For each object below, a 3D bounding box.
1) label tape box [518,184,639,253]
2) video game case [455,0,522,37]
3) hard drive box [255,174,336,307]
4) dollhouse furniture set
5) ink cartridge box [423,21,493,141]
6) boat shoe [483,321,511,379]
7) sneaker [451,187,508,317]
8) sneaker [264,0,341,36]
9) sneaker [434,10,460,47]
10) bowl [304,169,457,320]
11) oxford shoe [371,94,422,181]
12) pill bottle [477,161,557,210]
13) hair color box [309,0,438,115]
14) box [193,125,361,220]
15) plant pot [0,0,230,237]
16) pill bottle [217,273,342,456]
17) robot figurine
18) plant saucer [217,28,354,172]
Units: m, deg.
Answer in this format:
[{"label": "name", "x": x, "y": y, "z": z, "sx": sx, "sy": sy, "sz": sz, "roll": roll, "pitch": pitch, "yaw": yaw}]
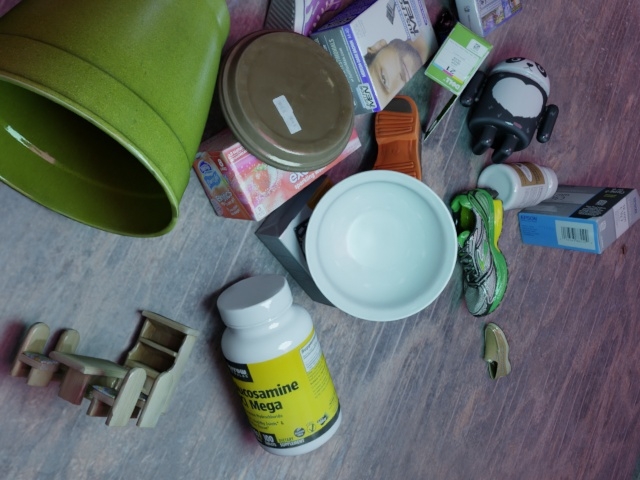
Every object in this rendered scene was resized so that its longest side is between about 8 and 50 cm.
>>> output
[{"label": "label tape box", "x": 0.798, "y": -0.094, "z": 1.988, "sx": 0.347, "sy": 0.249, "sz": 0.115, "roll": -33, "pitch": 116, "yaw": -32}, {"label": "video game case", "x": 0.413, "y": -0.664, "z": 1.676, "sx": 0.269, "sy": 0.061, "sz": 0.244, "roll": -41, "pitch": 120, "yaw": -42}, {"label": "hard drive box", "x": 0.000, "y": 0.000, "z": 1.431, "sx": 0.181, "sy": 0.089, "sz": 0.232, "roll": -54, "pitch": 126, "yaw": -21}, {"label": "dollhouse furniture set", "x": -0.331, "y": 0.193, "z": 1.105, "sx": 0.161, "sy": 0.212, "sz": 0.242, "roll": -69, "pitch": 156, "yaw": -8}, {"label": "ink cartridge box", "x": 0.281, "y": -0.368, "z": 1.548, "sx": 0.097, "sy": 0.189, "sz": 0.255, "roll": 34, "pitch": 108, "yaw": -1}, {"label": "boat shoe", "x": 0.503, "y": 0.326, "z": 1.922, "sx": 0.072, "sy": 0.068, "sz": 0.190, "roll": -30, "pitch": 115, "yaw": -21}, {"label": "sneaker", "x": 0.399, "y": 0.035, "z": 1.766, "sx": 0.146, "sy": 0.134, "sz": 0.344, "roll": -6, "pitch": 91, "yaw": -33}, {"label": "sneaker", "x": -0.020, "y": -0.458, "z": 1.345, "sx": 0.161, "sy": 0.102, "sz": 0.282, "roll": 8, "pitch": 91, "yaw": -44}, {"label": "sneaker", "x": 0.309, "y": -0.494, "z": 1.641, "sx": 0.084, "sy": 0.058, "sz": 0.152, "roll": 32, "pitch": 71, "yaw": -44}, {"label": "bowl", "x": 0.120, "y": 0.003, "z": 1.347, "sx": 0.297, "sy": 0.134, "sz": 0.298, "roll": 0, "pitch": 98, "yaw": 3}, {"label": "oxford shoe", "x": 0.183, "y": -0.142, "z": 1.511, "sx": 0.133, "sy": 0.130, "sz": 0.364, "roll": 45, "pitch": 51, "yaw": -60}, {"label": "pill bottle", "x": 0.556, "y": -0.154, "z": 1.852, "sx": 0.229, "sy": 0.131, "sz": 0.131, "roll": -8, "pitch": 102, "yaw": -40}, {"label": "hair color box", "x": 0.126, "y": -0.421, "z": 1.412, "sx": 0.339, "sy": 0.110, "sz": 0.185, "roll": -50, "pitch": 126, "yaw": -41}, {"label": "box", "x": -0.085, "y": -0.180, "z": 1.297, "sx": 0.300, "sy": 0.142, "sz": 0.154, "roll": -38, "pitch": 117, "yaw": -30}, {"label": "plant pot", "x": -0.311, "y": -0.250, "z": 0.996, "sx": 0.366, "sy": 0.366, "sz": 0.353, "roll": 42, "pitch": 57, "yaw": -36}, {"label": "pill bottle", "x": -0.086, "y": 0.244, "z": 1.327, "sx": 0.188, "sy": 0.188, "sz": 0.334, "roll": -32, "pitch": 115, "yaw": -33}, {"label": "robot figurine", "x": 0.495, "y": -0.345, "z": 1.745, "sx": 0.209, "sy": 0.173, "sz": 0.278, "roll": 35, "pitch": 74, "yaw": -38}, {"label": "plant saucer", "x": -0.050, "y": -0.261, "z": 1.210, "sx": 0.277, "sy": 0.041, "sz": 0.278, "roll": 7, "pitch": 76, "yaw": -28}]
